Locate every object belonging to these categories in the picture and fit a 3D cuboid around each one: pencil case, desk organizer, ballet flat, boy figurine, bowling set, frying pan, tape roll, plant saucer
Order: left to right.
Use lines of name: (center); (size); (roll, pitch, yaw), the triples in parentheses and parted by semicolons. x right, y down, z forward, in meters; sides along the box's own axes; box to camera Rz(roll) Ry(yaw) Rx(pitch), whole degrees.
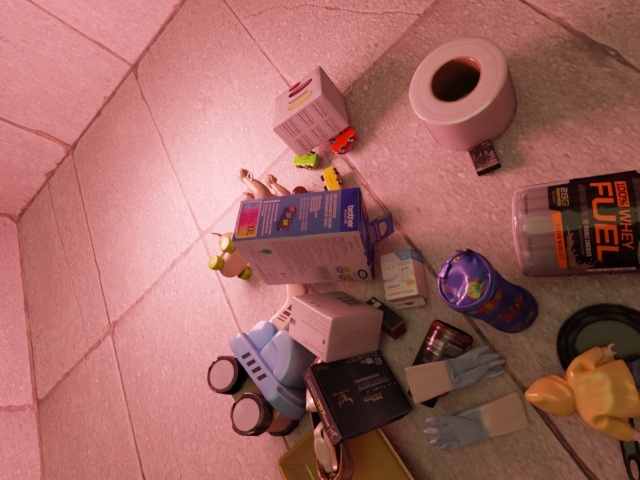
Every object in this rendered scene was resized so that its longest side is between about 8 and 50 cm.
bowling set: (-0.160, -0.143, 1.387); (0.200, 0.287, 0.154); (-31, 60, -27)
ballet flat: (0.017, 0.451, 1.019); (0.108, 0.106, 0.315); (-25, 64, 25)
plant saucer: (0.088, 0.627, 1.036); (0.332, 0.081, 0.332); (-47, 57, 14)
desk organizer: (0.175, 0.215, 1.112); (0.047, 0.050, 0.130); (-34, 37, -17)
tape roll: (0.382, -0.385, 1.075); (0.246, 0.169, 0.245); (-9, 72, 30)
pencil case: (0.360, 0.118, 0.867); (0.133, 0.306, 0.119); (35, 97, 47)
boy figurine: (0.549, 0.293, 0.763); (0.285, 0.092, 0.177); (-24, 64, 28)
frying pan: (0.621, 0.283, 0.800); (0.197, 0.053, 0.326); (-33, 63, 23)

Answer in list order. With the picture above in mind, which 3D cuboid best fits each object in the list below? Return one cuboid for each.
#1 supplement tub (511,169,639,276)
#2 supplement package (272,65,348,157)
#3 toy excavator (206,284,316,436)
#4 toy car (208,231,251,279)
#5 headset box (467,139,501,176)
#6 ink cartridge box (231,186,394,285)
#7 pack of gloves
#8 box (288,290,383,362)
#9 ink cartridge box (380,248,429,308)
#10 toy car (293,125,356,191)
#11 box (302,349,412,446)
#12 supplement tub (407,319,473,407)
supplement tub: (0.586, -0.032, 0.817); (0.338, 0.207, 0.207); (-7, 73, 32)
supplement package: (-0.037, -0.429, 1.343); (0.203, 0.149, 0.194); (-28, 43, 24)
toy excavator: (-0.122, 0.292, 1.221); (0.445, 0.222, 0.433); (-46, 55, -2)
toy car: (-0.330, 0.031, 1.445); (0.148, 0.155, 0.188); (-55, 46, 8)
headset box: (0.439, -0.216, 1.073); (0.062, 0.032, 0.083); (-22, 64, 27)
ink cartridge box: (0.000, 0.000, 1.105); (0.396, 0.270, 0.151); (-3, 59, 14)
pack of gloves: (0.328, 0.357, 0.923); (0.232, 0.046, 0.194); (-16, 80, -1)
box: (0.039, 0.225, 1.085); (0.181, 0.182, 0.118); (19, 105, 51)
ink cartridge box: (0.228, 0.108, 1.084); (0.092, 0.090, 0.143); (-17, 67, 29)
toy car: (0.009, -0.267, 1.359); (0.225, 0.053, 0.238); (10, 82, 35)
box: (0.093, 0.381, 1.006); (0.059, 0.233, 0.183); (-59, 46, 38)
supplement tub: (0.285, 0.302, 0.982); (0.106, 0.106, 0.197); (26, 92, 36)
